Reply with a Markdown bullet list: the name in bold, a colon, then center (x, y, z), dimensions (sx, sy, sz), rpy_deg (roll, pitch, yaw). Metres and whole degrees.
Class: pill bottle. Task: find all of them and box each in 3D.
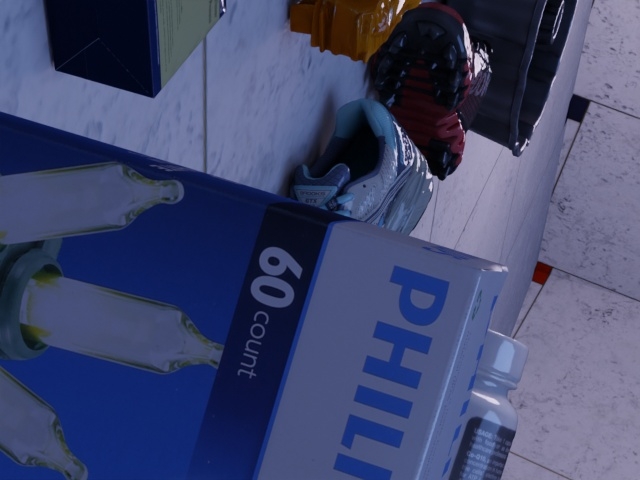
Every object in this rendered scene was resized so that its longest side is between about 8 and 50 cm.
- **pill bottle**: center (0.145, 0.288, 1.726), dimensions (0.204, 0.204, 0.361), rpy_deg (45, 64, -74)

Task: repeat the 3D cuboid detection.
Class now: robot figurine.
- **robot figurine**: center (0.067, -0.282, 0.987), dimensions (0.211, 0.085, 0.291), rpy_deg (92, 21, -48)

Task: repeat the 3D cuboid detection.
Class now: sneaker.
- **sneaker**: center (0.000, 0.000, 1.089), dimensions (0.122, 0.110, 0.283), rpy_deg (61, 43, -47)
- **sneaker**: center (0.114, -0.172, 1.275), dimensions (0.276, 0.098, 0.135), rpy_deg (77, 33, -68)

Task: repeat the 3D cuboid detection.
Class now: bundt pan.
- **bundt pan**: center (0.223, -0.271, 1.523), dimensions (0.331, 0.124, 0.331), rpy_deg (16, 90, -76)

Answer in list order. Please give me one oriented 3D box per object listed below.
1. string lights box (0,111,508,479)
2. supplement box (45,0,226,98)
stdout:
- **string lights box**: center (-0.088, 0.033, 0.396), dimensions (0.077, 0.260, 0.133), rpy_deg (7, 99, -76)
- **supplement box**: center (-0.088, -0.130, 0.623), dimensions (0.083, 0.056, 0.083), rpy_deg (93, 20, -44)
